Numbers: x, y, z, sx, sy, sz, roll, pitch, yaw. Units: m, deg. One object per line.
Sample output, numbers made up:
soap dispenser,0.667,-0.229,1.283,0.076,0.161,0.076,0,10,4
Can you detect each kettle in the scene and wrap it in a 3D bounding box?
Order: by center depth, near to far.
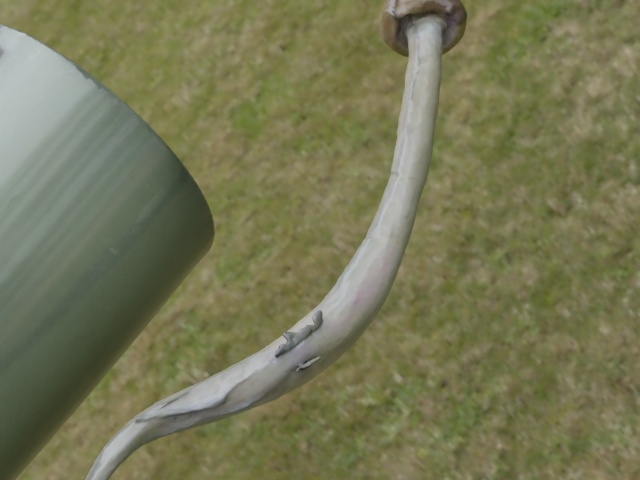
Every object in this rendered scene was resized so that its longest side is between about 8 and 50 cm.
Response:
kettle,-0.199,0.025,0.579,0.165,0.240,0.255,22,63,39

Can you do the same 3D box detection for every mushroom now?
mushroom,0.000,0.001,0.571,0.068,0.043,0.306,20,61,17
